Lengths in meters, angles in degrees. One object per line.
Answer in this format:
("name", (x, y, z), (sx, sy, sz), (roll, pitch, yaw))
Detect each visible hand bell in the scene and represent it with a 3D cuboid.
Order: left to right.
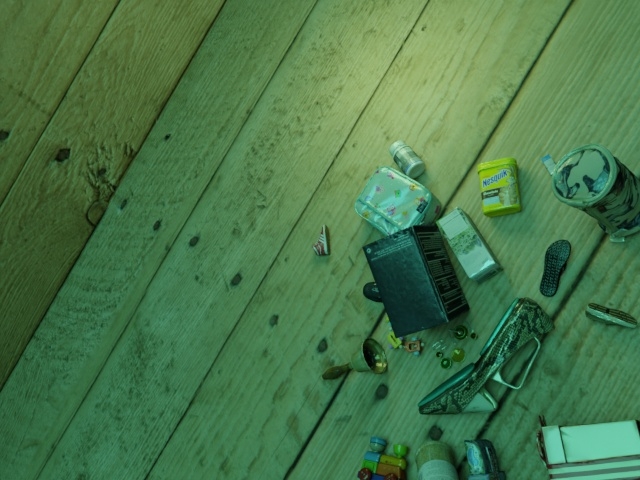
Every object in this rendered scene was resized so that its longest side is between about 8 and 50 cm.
("hand bell", (0.095, 0.433, 1.991), (0.242, 0.126, 0.126), (-31, 59, 33))

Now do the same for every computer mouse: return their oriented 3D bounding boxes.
("computer mouse", (0.251, 0.179, 2.002), (0.242, 0.041, 0.071), (0, 73, 32))

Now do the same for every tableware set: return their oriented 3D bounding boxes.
("tableware set", (0.430, 0.334, 1.845), (0.154, 0.024, 0.104), (-39, 58, 15))

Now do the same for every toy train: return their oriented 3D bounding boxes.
("toy train", (0.246, 0.701, 1.800), (0.248, 0.105, 0.143), (-1, 60, 32))
("toy train", (0.284, 0.306, 1.937), (0.125, 0.046, 0.166), (-18, 68, 25))

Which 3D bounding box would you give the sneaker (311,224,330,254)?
("sneaker", (0.000, 0.000, 2.220), (0.067, 0.042, 0.119), (-12, 70, 25))

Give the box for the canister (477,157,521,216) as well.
("canister", (0.583, -0.171, 1.889), (0.126, 0.073, 0.170), (-11, 70, 30))

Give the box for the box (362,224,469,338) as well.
("box", (0.299, 0.120, 1.789), (0.182, 0.296, 0.294), (-24, 80, 24))

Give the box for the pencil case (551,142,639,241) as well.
("pencil case", (0.762, -0.121, 1.552), (0.159, 0.410, 0.184), (-6, 75, 42))

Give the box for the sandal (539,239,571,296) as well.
("sandal", (0.707, 0.082, 1.751), (0.067, 0.040, 0.179), (21, 100, 41))

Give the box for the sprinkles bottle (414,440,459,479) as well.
("sprinkles bottle", (0.332, 0.707, 1.593), (0.121, 0.355, 0.121), (1, 109, 4))

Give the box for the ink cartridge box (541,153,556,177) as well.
("ink cartridge box", (0.730, -0.224, 1.827), (0.028, 0.048, 0.083), (-31, 60, 20))

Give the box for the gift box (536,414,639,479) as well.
("gift box", (0.686, 0.565, 1.458), (0.258, 0.276, 0.255), (-17, 60, 28))

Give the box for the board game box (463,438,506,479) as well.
("board game box", (0.459, 0.652, 1.614), (0.060, 0.194, 0.194), (-18, 65, 26))

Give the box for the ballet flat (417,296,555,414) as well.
("ballet flat", (0.503, 0.389, 1.714), (0.182, 0.164, 0.483), (43, 97, 14))

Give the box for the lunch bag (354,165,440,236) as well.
("lunch bag", (0.267, -0.117, 2.049), (0.279, 0.108, 0.224), (39, 96, 35))

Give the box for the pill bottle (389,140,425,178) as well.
("pill bottle", (0.311, -0.295, 2.100), (0.078, 0.078, 0.137), (-42, 56, 14))

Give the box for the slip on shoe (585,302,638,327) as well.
("slip on shoe", (0.815, 0.219, 1.631), (0.135, 0.051, 0.041), (19, 124, 28))

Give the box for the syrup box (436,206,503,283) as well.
("syrup box", (0.480, 0.015, 1.876), (0.093, 0.096, 0.237), (-37, 58, 19))
